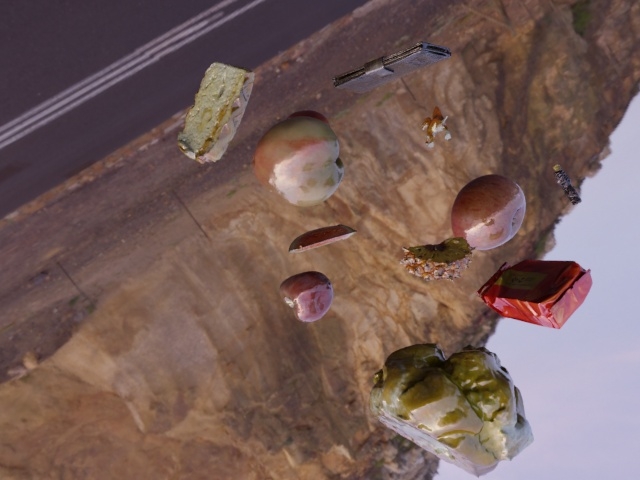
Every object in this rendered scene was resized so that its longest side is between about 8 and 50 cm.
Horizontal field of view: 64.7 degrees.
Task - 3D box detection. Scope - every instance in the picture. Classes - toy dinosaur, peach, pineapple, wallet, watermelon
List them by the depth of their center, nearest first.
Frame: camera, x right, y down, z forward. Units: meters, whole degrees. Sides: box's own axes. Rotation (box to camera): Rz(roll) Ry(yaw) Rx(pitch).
[{"bbox_3d":[-0.031,0.156,1.459,0.152,0.152,0.152,-35,-174,4],"label":"peach"},{"bbox_3d":[0.202,-0.497,1.469,0.317,0.044,0.169,-8,-177,42],"label":"wallet"},{"bbox_3d":[0.365,0.063,1.509,0.233,0.135,0.079,-13,137,-12],"label":"pineapple"},{"bbox_3d":[-0.071,-0.245,1.593,0.292,0.292,0.247,-32,-135,23],"label":"peach"},{"bbox_3d":[0.383,-0.384,1.639,0.057,0.142,0.212,5,155,-11],"label":"toy dinosaur"},{"bbox_3d":[-0.001,-0.006,1.713,0.245,0.063,0.119,-14,-174,-13],"label":"watermelon"}]

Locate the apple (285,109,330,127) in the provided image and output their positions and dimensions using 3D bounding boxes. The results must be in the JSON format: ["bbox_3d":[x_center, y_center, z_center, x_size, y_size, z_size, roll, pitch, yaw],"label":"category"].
[{"bbox_3d":[-0.057,-0.424,2.063,0.218,0.218,0.201,-37,-155,-14],"label":"apple"}]

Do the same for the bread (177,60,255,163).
[{"bbox_3d":[-0.225,-0.280,1.108,0.232,0.128,0.088,-63,155,8],"label":"bread"}]

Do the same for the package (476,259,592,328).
[{"bbox_3d":[0.692,0.163,1.648,0.196,0.123,0.423,-44,-173,-10],"label":"package"}]

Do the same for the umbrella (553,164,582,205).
[{"bbox_3d":[0.799,-0.180,1.640,0.040,0.144,0.037,-21,168,-25],"label":"umbrella"}]

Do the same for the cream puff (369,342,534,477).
[{"bbox_3d":[0.308,0.359,1.192,0.275,0.378,0.378,-59,-166,-20],"label":"cream puff"}]

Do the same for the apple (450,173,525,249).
[{"bbox_3d":[0.739,-0.118,2.191,0.345,0.345,0.269,-38,-155,-26],"label":"apple"}]
